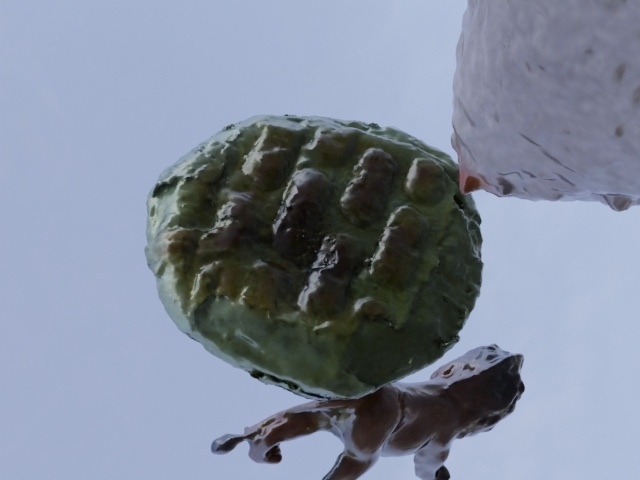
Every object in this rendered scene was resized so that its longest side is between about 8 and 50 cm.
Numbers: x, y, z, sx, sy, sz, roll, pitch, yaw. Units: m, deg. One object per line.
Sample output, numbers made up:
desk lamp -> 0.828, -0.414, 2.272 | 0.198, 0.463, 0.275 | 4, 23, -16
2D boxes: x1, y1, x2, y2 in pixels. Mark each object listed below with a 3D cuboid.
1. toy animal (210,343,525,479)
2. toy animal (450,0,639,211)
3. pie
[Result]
toy animal -> 0.072, 0.156, 0.885 | 0.312, 0.157, 0.097 | 4, -140, -44
toy animal -> 0.193, -0.134, 0.427 | 0.188, 0.358, 0.226 | 0, -134, -48
pie -> 0.000, 0.000, 0.821 | 0.306, 0.071, 0.306 | 5, -126, -6
